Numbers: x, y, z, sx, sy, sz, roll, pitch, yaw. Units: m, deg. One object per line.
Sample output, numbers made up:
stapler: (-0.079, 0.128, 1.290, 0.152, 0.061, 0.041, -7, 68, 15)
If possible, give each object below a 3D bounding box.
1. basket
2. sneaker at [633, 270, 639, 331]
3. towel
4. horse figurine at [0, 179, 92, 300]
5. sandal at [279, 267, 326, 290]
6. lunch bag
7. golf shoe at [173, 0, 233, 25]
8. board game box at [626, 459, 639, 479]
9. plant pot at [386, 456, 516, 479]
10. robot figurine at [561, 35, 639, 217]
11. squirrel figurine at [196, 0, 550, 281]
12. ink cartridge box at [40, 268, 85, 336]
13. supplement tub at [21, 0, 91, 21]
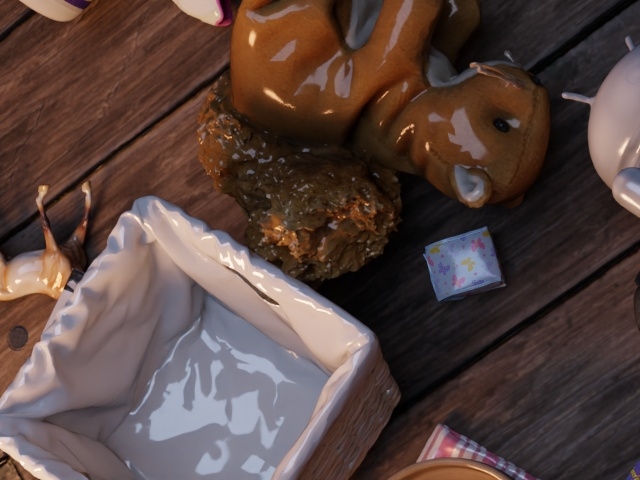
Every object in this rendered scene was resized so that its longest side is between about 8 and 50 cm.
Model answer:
basket: (-0.127, 0.185, 1.858, 0.328, 0.266, 0.331, 31, 82, 19)
sneaker: (0.416, 0.091, 1.793, 0.121, 0.079, 0.217, -55, 32, 17)
towel: (0.181, 0.316, 1.905, 0.197, 0.029, 0.144, 29, 92, 24)
horse figurine: (-0.388, 0.018, 2.164, 0.263, 0.066, 0.175, -5, 94, 13)
sandal: (0.000, 0.000, 2.024, 0.180, 0.049, 0.072, -44, 68, 10)
lunch bag: (0.168, 0.029, 1.949, 0.083, 0.053, 0.071, -18, 76, 9)
golf shoe: (-0.082, -0.406, 2.108, 0.140, 0.115, 0.306, 46, 106, 12)
board game box: (0.399, 0.297, 1.805, 0.133, 0.033, 0.169, -23, 66, 22)
plant pot: (0.156, 0.362, 1.832, 0.237, 0.109, 0.237, -5, 77, 23)
robot figurine: (0.431, -0.090, 1.763, 0.353, 0.300, 0.200, 39, 136, 20)
squirrel figurine: (0.064, -0.127, 1.930, 0.370, 0.281, 0.397, 38, 98, 12)
ink cartridge box: (-0.232, 0.119, 2.064, 0.207, 0.046, 0.097, 20, 74, 10)
supplement tub: (-0.306, -0.473, 2.129, 0.331, 0.241, 0.241, -46, 68, 9)
